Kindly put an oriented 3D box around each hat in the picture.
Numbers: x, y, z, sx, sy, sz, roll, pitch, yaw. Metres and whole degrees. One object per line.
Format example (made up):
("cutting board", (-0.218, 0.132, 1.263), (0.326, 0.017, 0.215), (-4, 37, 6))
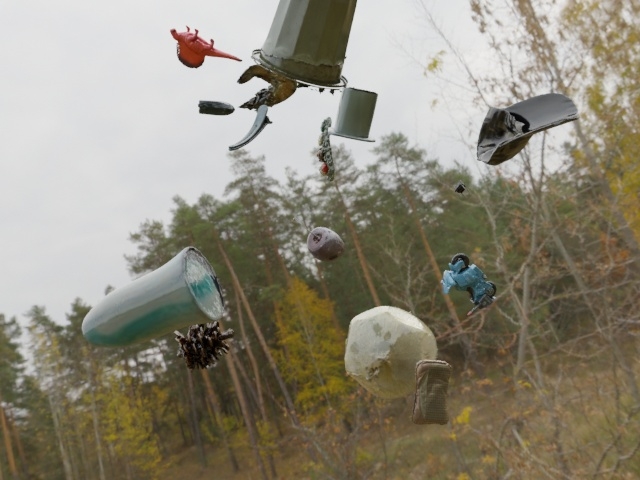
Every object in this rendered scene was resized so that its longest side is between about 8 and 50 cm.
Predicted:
("hat", (0.857, -0.445, 2.051), (0.382, 0.366, 0.257), (3, -45, 17))

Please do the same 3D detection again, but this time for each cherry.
("cherry", (0.006, -0.001, 1.690), (0.148, 0.188, 0.115), (-10, -57, -31))

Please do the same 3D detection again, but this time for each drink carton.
("drink carton", (0.139, -0.493, 1.912), (0.191, 0.189, 0.185), (11, 14, -2))

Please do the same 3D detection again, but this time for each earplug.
("earplug", (-0.414, 0.157, 1.157), (0.324, 0.184, 0.185), (-22, -15, 8))

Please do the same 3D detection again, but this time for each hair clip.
("hair clip", (0.022, -0.462, 2.490), (0.091, 0.320, 0.138), (-4, -7, -1))
("hair clip", (-0.259, -0.400, 1.826), (0.048, 0.275, 0.083), (10, -43, 22))

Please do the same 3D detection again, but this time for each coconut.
("coconut", (0.255, 0.412, 1.843), (0.347, 0.345, 0.360), (-24, -17, 14))

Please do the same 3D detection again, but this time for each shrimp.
("shrimp", (-0.262, -0.660, 2.109), (0.365, 0.071, 0.233), (-11, -30, 41))

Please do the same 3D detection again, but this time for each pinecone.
("pinecone", (-0.434, 0.383, 1.846), (0.213, 0.185, 0.169), (-31, 27, -27))

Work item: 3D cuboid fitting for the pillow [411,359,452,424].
("pillow", (0.365, 0.499, 1.608), (0.136, 0.210, 0.034), (6, -5, -11))

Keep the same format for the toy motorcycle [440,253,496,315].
("toy motorcycle", (0.630, 0.195, 2.106), (0.182, 0.272, 0.123), (-46, 11, 7))

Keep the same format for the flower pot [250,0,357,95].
("flower pot", (-0.019, -0.563, 1.307), (0.291, 0.290, 0.258), (-6, -51, -41))

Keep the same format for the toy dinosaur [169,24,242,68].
("toy dinosaur", (-0.459, -0.721, 1.906), (0.286, 0.138, 0.070), (27, 5, -21))

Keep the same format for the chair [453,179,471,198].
("chair", (0.491, -0.183, 1.719), (0.042, 0.086, 0.037), (20, -62, -34))

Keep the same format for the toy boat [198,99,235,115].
("toy boat", (-0.402, -0.513, 1.899), (0.141, 0.055, 0.060), (5, 12, 2))
